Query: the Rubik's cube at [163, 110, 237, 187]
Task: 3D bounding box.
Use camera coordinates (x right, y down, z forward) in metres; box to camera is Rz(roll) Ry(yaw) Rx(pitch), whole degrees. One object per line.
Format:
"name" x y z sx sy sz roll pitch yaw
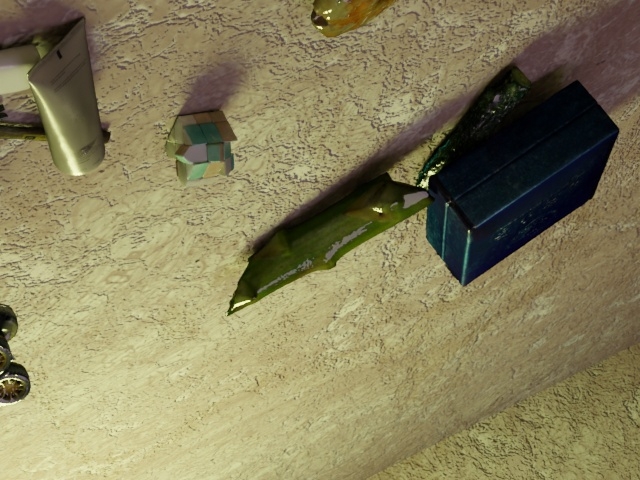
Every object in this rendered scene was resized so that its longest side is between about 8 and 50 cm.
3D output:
"Rubik's cube" -0.133 -0.098 1.505 0.075 0.073 0.084 -21 154 -18

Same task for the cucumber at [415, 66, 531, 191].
"cucumber" 0.205 -0.147 1.849 0.044 0.043 0.256 -10 151 -42

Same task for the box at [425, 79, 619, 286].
"box" 0.291 -0.077 1.945 0.261 0.116 0.279 -33 162 -7

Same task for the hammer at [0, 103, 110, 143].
"hammer" -0.289 -0.112 1.365 0.182 0.017 0.062 -3 145 -50

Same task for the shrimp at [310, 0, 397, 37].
"shrimp" 0.106 -0.315 1.374 0.294 0.062 0.154 -38 168 23

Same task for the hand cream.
"hand cream" -0.250 -0.130 1.306 0.087 0.054 0.186 -52 160 -30

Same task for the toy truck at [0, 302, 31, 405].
"toy truck" -0.418 0.084 1.371 0.157 0.124 0.272 -23 134 -4

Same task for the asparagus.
"asparagus" -0.001 0.000 1.857 0.343 0.085 0.082 -30 169 13

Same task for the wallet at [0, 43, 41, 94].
"wallet" -0.325 -0.151 1.230 0.122 0.025 0.061 -16 160 -31
